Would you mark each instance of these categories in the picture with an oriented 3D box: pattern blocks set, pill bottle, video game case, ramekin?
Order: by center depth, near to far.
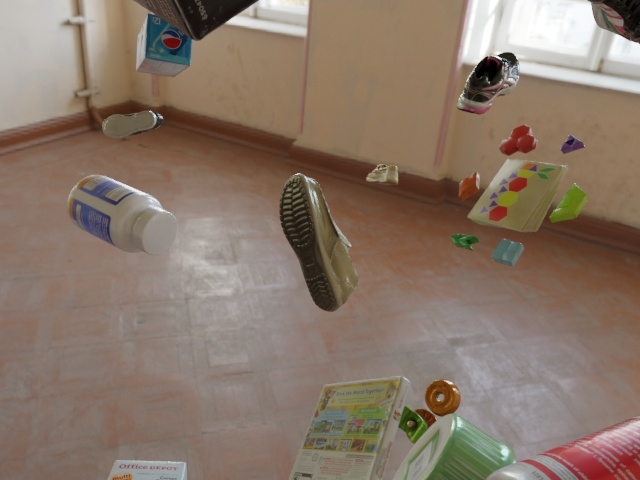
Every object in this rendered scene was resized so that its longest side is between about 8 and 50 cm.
[{"bbox_3d":[0.483,0.414,0.890,0.407,0.229,0.229,-14,32,-15],"label":"pill bottle"},{"bbox_3d":[0.039,0.326,0.925,0.026,0.227,0.206,35,58,-19],"label":"video game case"},{"bbox_3d":[0.408,-0.096,1.171,0.325,0.026,0.285,-48,36,-6],"label":"pattern blocks set"},{"bbox_3d":[0.272,0.531,1.247,0.148,0.303,0.303,37,34,7],"label":"ramekin"},{"bbox_3d":[-0.490,-0.058,1.420,0.272,0.152,0.152,22,32,29],"label":"pill bottle"}]

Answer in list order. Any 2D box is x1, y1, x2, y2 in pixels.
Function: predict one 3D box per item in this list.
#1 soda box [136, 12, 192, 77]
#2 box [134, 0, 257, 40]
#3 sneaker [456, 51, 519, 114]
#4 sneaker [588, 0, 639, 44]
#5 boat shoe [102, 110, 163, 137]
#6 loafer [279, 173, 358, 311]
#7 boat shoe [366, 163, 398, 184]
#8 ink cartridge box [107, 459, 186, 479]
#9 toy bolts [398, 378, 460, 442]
[{"bbox_3d":[-0.265,-0.320,0.952,0.071,0.067,0.210,3,8,-22],"label":"soda box"},{"bbox_3d":[-0.092,-0.360,0.483,0.296,0.183,0.294,-39,53,-13],"label":"box"},{"bbox_3d":[0.310,-0.296,1.008,0.072,0.077,0.178,26,53,19],"label":"sneaker"},{"bbox_3d":[0.506,-0.383,0.896,0.295,0.124,0.178,7,28,-47],"label":"sneaker"},{"bbox_3d":[-0.365,-0.227,1.107,0.125,0.046,0.038,-10,3,20],"label":"boat shoe"},{"bbox_3d":[0.000,0.000,1.094,0.092,0.269,0.102,-20,7,-41],"label":"loafer"},{"bbox_3d":[0.187,-0.197,1.687,0.063,0.059,0.170,9,3,-21],"label":"boat shoe"},{"bbox_3d":[-0.295,0.466,0.925,0.128,0.127,0.176,4,18,-6],"label":"ink cartridge box"},{"bbox_3d":[0.358,0.521,1.579,0.158,0.218,0.228,30,10,-48],"label":"toy bolts"}]
